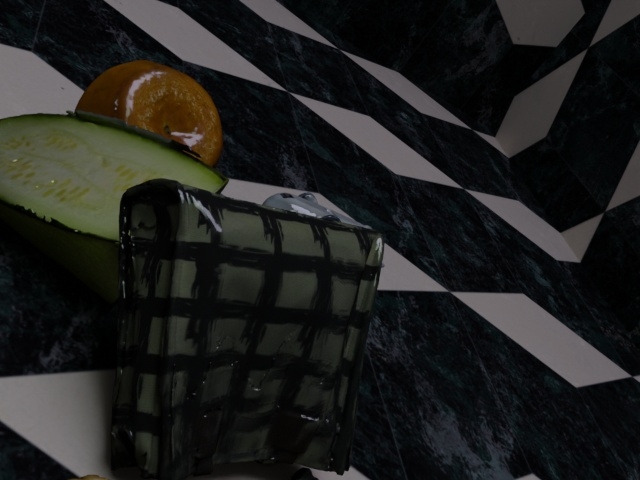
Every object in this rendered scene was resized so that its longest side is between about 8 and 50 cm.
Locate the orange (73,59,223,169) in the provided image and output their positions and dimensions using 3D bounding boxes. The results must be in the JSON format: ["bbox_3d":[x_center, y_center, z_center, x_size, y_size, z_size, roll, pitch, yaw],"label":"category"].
[{"bbox_3d":[-0.289,-0.158,1.294,0.248,0.183,0.249,3,85,-44],"label":"orange"}]

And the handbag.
[{"bbox_3d":[-0.087,0.115,0.962,0.325,0.327,0.162,11,-7,-41],"label":"handbag"}]

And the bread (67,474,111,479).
[{"bbox_3d":[-0.221,0.292,0.751,0.122,0.073,0.149,35,25,-13],"label":"bread"}]

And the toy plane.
[{"bbox_3d":[0.002,-0.005,1.496,0.266,0.123,0.267,30,8,-4],"label":"toy plane"}]

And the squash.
[{"bbox_3d":[-0.325,-0.088,1.083,0.309,0.210,0.234,43,46,-5],"label":"squash"}]

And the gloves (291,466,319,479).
[{"bbox_3d":[-0.004,0.335,1.029,0.086,0.026,0.064,44,26,0],"label":"gloves"}]
